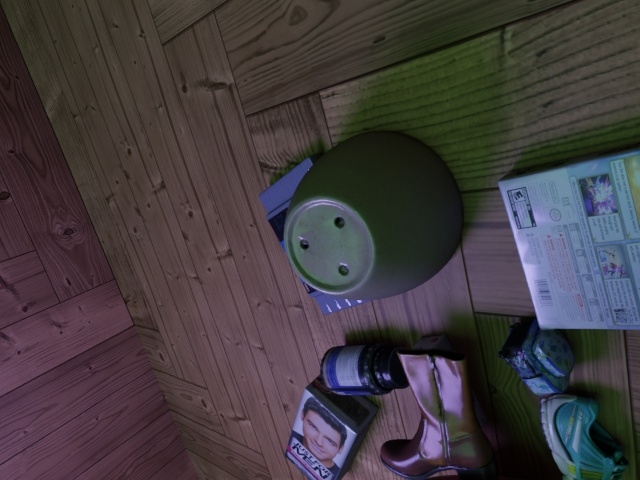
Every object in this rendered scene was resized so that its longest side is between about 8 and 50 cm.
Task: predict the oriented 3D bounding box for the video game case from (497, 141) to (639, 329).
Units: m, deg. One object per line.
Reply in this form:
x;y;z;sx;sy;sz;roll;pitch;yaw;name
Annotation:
0.429;0.003;0.636;0.244;0.061;0.269;-10;105;46;video game case

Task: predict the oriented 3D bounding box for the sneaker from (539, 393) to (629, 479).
0.491;0.405;0.766;0.110;0.107;0.275;-21;96;36;sneaker

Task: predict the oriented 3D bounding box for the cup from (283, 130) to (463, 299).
0.065;-0.024;0.779;0.331;0.237;0.331;10;110;28;cup

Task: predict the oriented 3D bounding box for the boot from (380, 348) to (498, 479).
0.207;0.362;0.889;0.264;0.096;0.280;-11;103;43;boot

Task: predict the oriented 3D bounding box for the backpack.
0.389;0.207;0.748;0.114;0.105;0.084;54;137;-1;backpack

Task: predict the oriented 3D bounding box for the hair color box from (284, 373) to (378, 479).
0.020;0.571;1.262;0.185;0.113;0.374;34;130;25;hair color box

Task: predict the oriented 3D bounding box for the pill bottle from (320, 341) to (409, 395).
0.112;0.312;1.038;0.219;0.123;0.122;-20;97;45;pill bottle

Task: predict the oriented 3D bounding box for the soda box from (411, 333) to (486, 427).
0.275;0.318;0.928;0.069;0.074;0.216;-24;95;45;soda box

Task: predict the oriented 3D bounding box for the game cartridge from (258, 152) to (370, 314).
0.000;0.000;1.025;0.230;0.068;0.355;-28;92;42;game cartridge

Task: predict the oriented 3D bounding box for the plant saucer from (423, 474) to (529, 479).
0.329;0.538;0.864;0.332;0.332;0.084;-25;59;46;plant saucer
